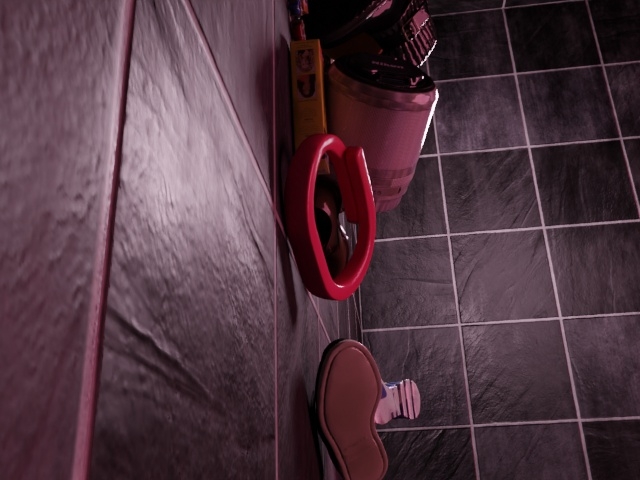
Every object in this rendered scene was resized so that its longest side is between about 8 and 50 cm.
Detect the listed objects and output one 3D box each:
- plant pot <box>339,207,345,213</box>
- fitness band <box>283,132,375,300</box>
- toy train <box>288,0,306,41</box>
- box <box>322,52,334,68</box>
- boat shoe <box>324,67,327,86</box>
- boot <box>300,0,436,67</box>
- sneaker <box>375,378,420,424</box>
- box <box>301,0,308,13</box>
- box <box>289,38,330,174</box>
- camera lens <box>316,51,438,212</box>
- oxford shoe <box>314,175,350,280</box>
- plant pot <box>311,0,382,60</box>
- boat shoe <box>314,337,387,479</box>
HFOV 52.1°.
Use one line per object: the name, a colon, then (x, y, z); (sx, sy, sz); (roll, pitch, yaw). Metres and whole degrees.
plant pot: (0.093, -0.151, 1.751); (0.167, 0.165, 0.166); (-4, 90, -84)
fitness band: (0.019, -0.036, 1.068); (0.209, 0.054, 0.290); (-56, 142, -38)
toy train: (-0.044, -0.404, 1.258); (0.036, 0.027, 0.158); (-68, 155, -54)
box: (0.053, -0.453, 1.892); (0.159, 0.044, 0.233); (14, 70, -58)
boat shoe: (0.006, -0.369, 1.662); (0.049, 0.040, 0.142); (-85, 169, -61)
boot: (0.126, -0.478, 1.506); (0.131, 0.348, 0.260); (45, -14, 35)
sneaker: (0.106, 0.416, 1.672); (0.315, 0.182, 0.127); (23, 56, -50)
box: (-0.046, -0.530, 1.322); (0.081, 0.028, 0.136); (-74, 161, -74)
box: (-0.019, -0.241, 1.195); (0.087, 0.058, 0.232); (65, 21, -75)
camera lens: (0.100, -0.222, 1.314); (0.219, 0.219, 0.274); (-86, -172, -58)
oxford shoe: (0.000, 0.000, 1.192); (0.096, 0.083, 0.227); (-67, 154, -43)
plant pot: (0.094, -0.598, 1.708); (0.291, 0.291, 0.203); (79, 25, -50)
boat shoe: (0.043, 0.297, 1.172); (0.113, 0.127, 0.340); (41, -27, 54)
